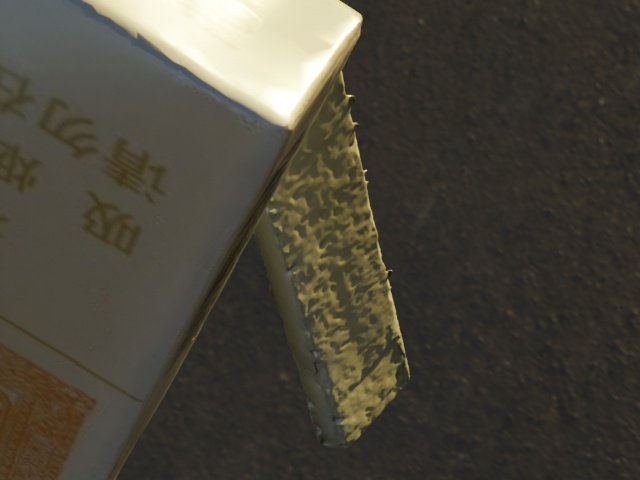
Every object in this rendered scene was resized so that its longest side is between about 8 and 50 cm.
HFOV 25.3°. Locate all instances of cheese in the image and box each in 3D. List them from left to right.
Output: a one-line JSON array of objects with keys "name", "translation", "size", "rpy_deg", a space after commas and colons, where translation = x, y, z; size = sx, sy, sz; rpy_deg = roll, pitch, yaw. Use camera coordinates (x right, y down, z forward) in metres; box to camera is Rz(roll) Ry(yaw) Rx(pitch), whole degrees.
[{"name": "cheese", "translation": [0.001, 0.002, 0.884], "size": [0.085, 0.400, 0.034], "rpy_deg": [-41, 54, -22]}]

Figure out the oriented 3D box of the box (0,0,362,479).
[{"name": "box", "translation": [-0.142, 0.006, 0.460], "size": [0.051, 0.205, 0.365], "rpy_deg": [-57, -1, -39]}]
